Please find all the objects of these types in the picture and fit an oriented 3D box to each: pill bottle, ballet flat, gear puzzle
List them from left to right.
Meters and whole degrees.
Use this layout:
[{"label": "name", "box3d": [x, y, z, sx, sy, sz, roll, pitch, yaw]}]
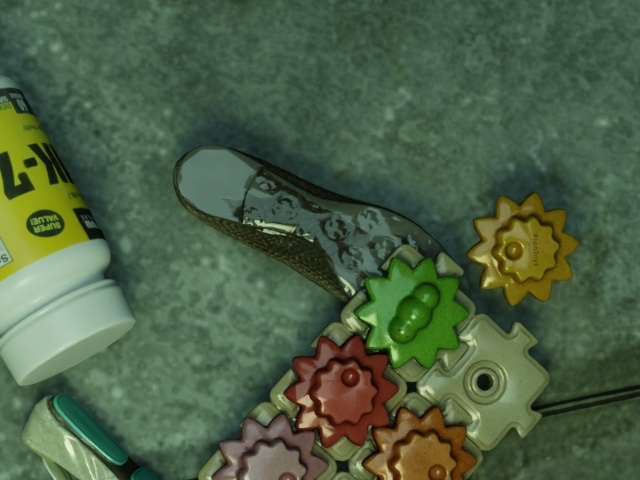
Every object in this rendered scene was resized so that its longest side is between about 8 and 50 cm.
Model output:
[{"label": "pill bottle", "box3d": [-0.228, -0.006, 1.462, 0.119, 0.119, 0.208, -29, 82, -10]}, {"label": "ballet flat", "box3d": [-0.153, 0.183, 1.470, 0.168, 0.057, 0.052, 43, 106, 8]}, {"label": "ballet flat", "box3d": [0.000, 0.000, 1.519, 0.250, 0.058, 0.084, 26, 80, -4]}, {"label": "gear puzzle", "box3d": [0.080, 0.107, 1.474, 0.175, 0.044, 0.339, 43, 82, -8]}]
